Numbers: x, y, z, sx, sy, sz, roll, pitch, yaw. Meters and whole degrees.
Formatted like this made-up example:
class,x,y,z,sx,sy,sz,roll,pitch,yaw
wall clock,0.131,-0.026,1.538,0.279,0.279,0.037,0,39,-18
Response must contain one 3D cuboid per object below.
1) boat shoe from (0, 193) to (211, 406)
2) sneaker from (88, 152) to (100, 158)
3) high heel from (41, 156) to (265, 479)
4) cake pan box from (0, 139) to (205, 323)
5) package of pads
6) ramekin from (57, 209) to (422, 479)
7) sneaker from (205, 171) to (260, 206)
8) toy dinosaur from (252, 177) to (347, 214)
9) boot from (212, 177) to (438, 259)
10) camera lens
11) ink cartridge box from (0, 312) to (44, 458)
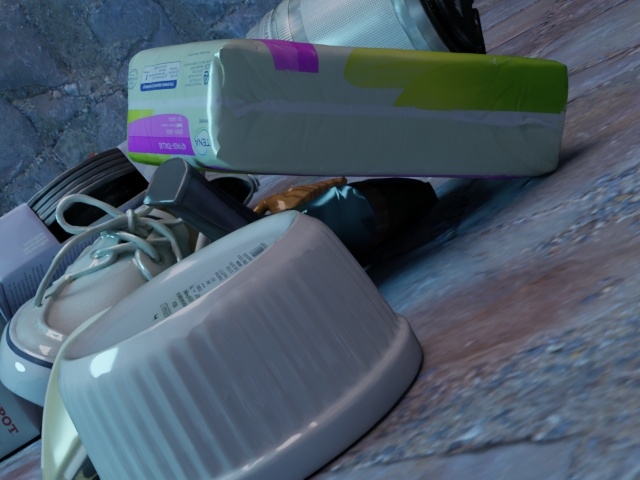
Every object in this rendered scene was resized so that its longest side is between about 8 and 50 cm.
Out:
class,x,y,z,sx,sy,sz,roll,pitch,yaw
boat shoe,-0.160,0.021,1.075,0.367,0.135,0.157,-47,-25,-73
sneaker,-0.220,-0.023,1.548,0.128,0.221,0.087,-1,-43,-21
high heel,-0.091,0.094,0.909,0.093,0.186,0.261,9,70,42
cake pan box,-0.230,0.015,1.298,0.245,0.070,0.267,-37,-20,-21
package of pads,0.011,-0.100,0.996,0.296,0.101,0.229,0,4,-26
ramekin,-0.055,0.070,0.736,0.207,0.109,0.207,-30,10,6
sneaker,-0.196,-0.025,1.623,0.115,0.105,0.281,-8,28,50
toy dinosaur,-0.040,-0.026,1.292,0.112,0.064,0.211,-23,13,33
boot,0.000,0.000,1.074,0.219,0.082,0.106,-19,-2,44
camera lens,0.064,-0.257,1.655,0.274,0.219,0.219,-26,11,25
ink cartridge box,-0.353,0.152,1.142,0.176,0.128,0.127,-32,10,-1
